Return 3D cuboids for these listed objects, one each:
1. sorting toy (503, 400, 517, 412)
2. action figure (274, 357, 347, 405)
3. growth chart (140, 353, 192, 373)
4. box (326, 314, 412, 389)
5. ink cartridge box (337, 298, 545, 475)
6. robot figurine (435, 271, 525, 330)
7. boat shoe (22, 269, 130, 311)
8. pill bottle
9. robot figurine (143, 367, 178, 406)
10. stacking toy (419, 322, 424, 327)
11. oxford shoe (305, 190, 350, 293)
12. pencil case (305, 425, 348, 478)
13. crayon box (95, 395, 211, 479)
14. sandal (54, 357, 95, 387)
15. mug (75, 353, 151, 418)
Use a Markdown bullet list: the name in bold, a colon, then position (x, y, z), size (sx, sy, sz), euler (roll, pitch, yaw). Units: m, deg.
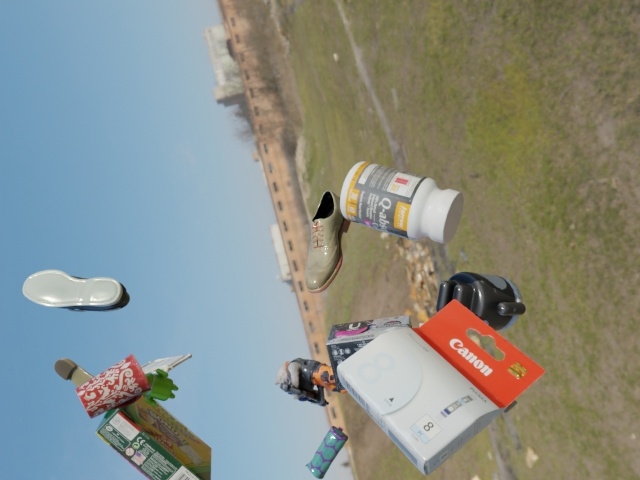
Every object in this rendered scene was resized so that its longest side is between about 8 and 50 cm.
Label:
- **sorting toy**: position (0.509, 0.427, 1.737), size (0.062, 0.083, 0.012), euler (53, 146, 14)
- **action figure**: position (0.005, 0.482, 2.221), size (0.341, 0.330, 0.179), euler (56, -144, -63)
- **growth chart**: position (-0.548, 0.423, 2.123), size (0.172, 0.237, 0.021), euler (-24, -83, -59)
- **box**: position (0.160, 0.332, 1.906), size (0.142, 0.247, 0.163), euler (-63, -38, -71)
- **ink cartridge box**: position (0.281, 0.306, 1.486), size (0.308, 0.385, 0.091), euler (41, 157, 39)
- **robot figurine**: position (0.466, 0.177, 1.861), size (0.173, 0.278, 0.209), euler (-55, 43, 33)
- **boat shoe**: position (-0.699, 0.155, 1.821), size (0.091, 0.302, 0.114), euler (73, -153, -65)
- **pill bottle**: position (0.202, -0.092, 1.586), size (0.162, 0.278, 0.162), euler (-40, -40, -46)
- **robot figurine**: position (-0.469, 0.421, 1.824), size (0.067, 0.115, 0.101), euler (14, 81, 64)
- **stacking toy**: position (0.378, 0.441, 2.048), size (0.279, 0.130, 0.309), euler (-81, -5, -62)
- **oxford shoe**: position (0.000, 0.000, 2.004), size (0.130, 0.123, 0.348), euler (50, -138, -42)
- **pencil case**: position (0.020, 0.632, 1.897), size (0.064, 0.152, 0.070), euler (33, -175, 11)
- **crayon box**: position (-0.502, 0.624, 1.974), size (0.363, 0.106, 0.313), euler (44, 176, -9)
- **sandal**: position (-0.787, 0.477, 2.156), size (0.240, 0.088, 0.079), euler (39, -170, 5)
- **mug**: position (-0.551, 0.410, 1.708), size (0.113, 0.169, 0.150), euler (21, 133, 57)
